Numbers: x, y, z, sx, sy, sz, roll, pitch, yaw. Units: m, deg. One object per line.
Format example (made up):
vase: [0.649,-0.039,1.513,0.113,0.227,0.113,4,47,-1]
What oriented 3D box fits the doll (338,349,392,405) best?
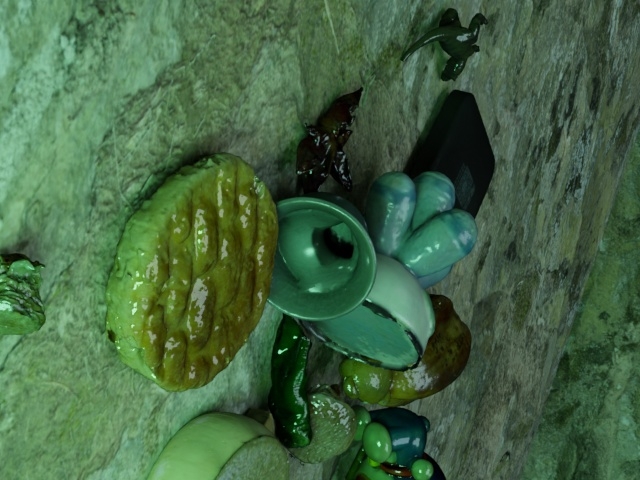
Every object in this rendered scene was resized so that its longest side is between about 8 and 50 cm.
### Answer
doll: [0.071,0.186,1.927,0.137,0.097,0.209,14,65,-43]

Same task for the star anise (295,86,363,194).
star anise: [0.011,-0.133,1.689,0.212,0.054,0.157,-45,142,-47]

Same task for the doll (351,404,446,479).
doll: [0.152,0.461,2.109,0.186,0.198,0.321,-15,120,-22]

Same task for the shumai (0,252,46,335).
shumai: [-0.327,0.051,1.143,0.082,0.083,0.080,117,-25,-55]

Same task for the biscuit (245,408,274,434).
biscuit: [-0.094,0.352,1.774,0.056,0.052,0.188,-63,156,-48]

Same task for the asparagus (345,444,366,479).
asparagus: [0.078,0.448,2.200,0.108,0.021,0.025,-61,149,-21]

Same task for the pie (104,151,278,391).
pie: [-0.161,0.044,1.434,0.339,0.083,0.339,-41,138,-51]

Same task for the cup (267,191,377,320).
cup: [0.000,0.000,1.636,0.150,0.199,0.199,-61,157,-61]

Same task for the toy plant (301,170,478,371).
toy plant: [0.128,0.023,1.813,0.332,0.247,0.247,-61,151,-25]

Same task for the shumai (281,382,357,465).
shumai: [-0.007,0.300,1.868,0.116,0.146,0.145,-111,-160,-59]

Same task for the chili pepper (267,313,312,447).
chili pepper: [-0.049,0.222,1.745,0.061,0.098,0.224,-12,110,-28]

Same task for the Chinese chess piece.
Chinese chess piece: [-0.154,0.387,1.607,0.270,0.112,0.270,-39,137,-48]

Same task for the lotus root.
lotus root: [0.167,0.219,2.092,0.291,0.193,0.193,-36,136,-53]

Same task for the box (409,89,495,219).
box: [0.250,-0.113,2.147,0.290,0.073,0.289,-64,152,-18]

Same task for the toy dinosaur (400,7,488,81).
toy dinosaur: [0.232,-0.326,1.969,0.179,0.087,0.187,-61,150,-25]
